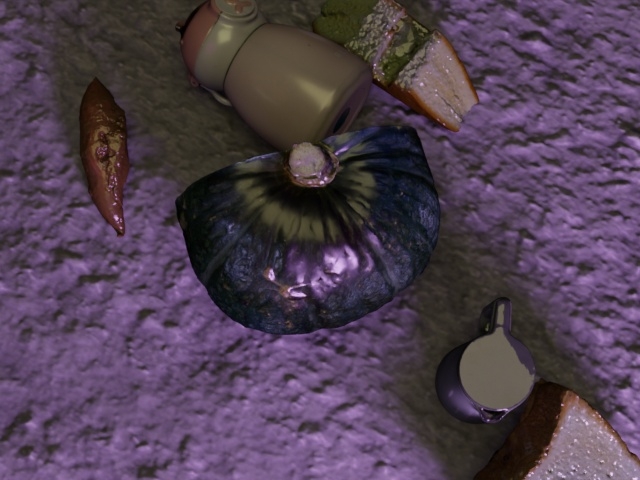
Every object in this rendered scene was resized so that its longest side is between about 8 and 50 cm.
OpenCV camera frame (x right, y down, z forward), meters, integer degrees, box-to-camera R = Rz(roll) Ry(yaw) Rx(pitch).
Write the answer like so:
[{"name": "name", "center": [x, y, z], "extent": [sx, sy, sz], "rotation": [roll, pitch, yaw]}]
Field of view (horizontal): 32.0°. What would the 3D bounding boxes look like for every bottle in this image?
[{"name": "bottle", "center": [-0.068, -0.209, 1.360], "extent": [0.236, 0.147, 0.147], "rotation": [35, 79, 8]}]

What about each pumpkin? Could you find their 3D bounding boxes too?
[{"name": "pumpkin", "center": [0.000, 0.000, 1.260], "extent": [0.293, 0.263, 0.196], "rotation": [-18, 83, -3]}]

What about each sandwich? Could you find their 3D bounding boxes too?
[{"name": "sandwich", "center": [0.254, 0.288, 1.261], "extent": [0.214, 0.065, 0.186], "rotation": [-49, 114, -12]}, {"name": "sandwich", "center": [0.093, -0.235, 1.398], "extent": [0.244, 0.088, 0.090], "rotation": [37, 82, 6]}]

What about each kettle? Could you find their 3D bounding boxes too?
[{"name": "kettle", "center": [0.197, 0.147, 1.287], "extent": [0.098, 0.148, 0.127], "rotation": [39, 79, 8]}]

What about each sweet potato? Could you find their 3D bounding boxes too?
[{"name": "sweet potato", "center": [-0.265, -0.105, 1.378], "extent": [0.068, 0.060, 0.205], "rotation": [-8, 88, 32]}]
